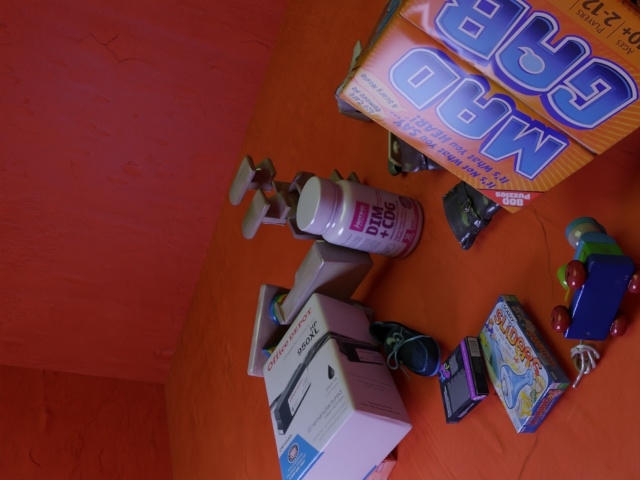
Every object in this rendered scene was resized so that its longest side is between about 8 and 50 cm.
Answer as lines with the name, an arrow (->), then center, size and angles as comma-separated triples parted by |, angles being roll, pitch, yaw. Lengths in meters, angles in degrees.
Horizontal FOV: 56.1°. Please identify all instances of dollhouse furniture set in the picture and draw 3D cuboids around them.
dollhouse furniture set -> -0.043, 0.000, 1.673 | 0.256, 0.362, 0.394 | -59, 41, 36

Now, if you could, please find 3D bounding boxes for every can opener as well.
can opener -> 0.207, -0.312, 1.632 | 0.095, 0.076, 0.284 | -38, 43, 54

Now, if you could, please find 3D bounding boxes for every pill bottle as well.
pill bottle -> 0.095, -0.059, 1.484 | 0.160, 0.283, 0.160 | -43, 40, 53

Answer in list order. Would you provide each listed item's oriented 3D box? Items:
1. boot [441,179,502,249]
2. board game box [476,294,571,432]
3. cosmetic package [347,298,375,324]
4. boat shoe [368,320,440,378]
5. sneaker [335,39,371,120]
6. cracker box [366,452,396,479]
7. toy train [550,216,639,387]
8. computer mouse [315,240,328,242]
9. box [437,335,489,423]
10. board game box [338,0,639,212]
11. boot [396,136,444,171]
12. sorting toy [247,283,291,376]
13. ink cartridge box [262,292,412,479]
boot -> 0.326, -0.139, 1.247 | 0.229, 0.091, 0.263 | -46, 39, 49
board game box -> 0.345, 0.212, 1.056 | 0.201, 0.035, 0.136 | -108, 28, -51
cosmetic package -> 0.100, 0.199, 1.642 | 0.115, 0.041, 0.060 | 25, 101, 67
boat shoe -> 0.179, 0.245, 1.354 | 0.258, 0.089, 0.109 | -177, 100, -72
sneaker -> 0.131, -0.478, 1.723 | 0.366, 0.137, 0.210 | 72, -146, -90
cracker box -> 0.086, 0.515, 1.470 | 0.156, 0.067, 0.232 | -68, 25, 16
toy train -> 0.409, 0.095, 0.950 | 0.143, 0.105, 0.248 | -81, -6, -54
computer mouse -> 0.000, 0.000, 1.977 | 0.106, 0.042, 0.193 | -59, 28, 33
box -> 0.274, 0.274, 1.171 | 0.162, 0.029, 0.116 | 110, 161, -53
board game box -> 0.306, -0.340, 0.934 | 0.356, 0.356, 0.356 | -46, 17, 52
boot -> 0.290, -0.274, 1.399 | 0.090, 0.248, 0.207 | -38, -62, -61
sorting toy -> -0.063, 0.273, 1.729 | 0.089, 0.255, 0.257 | -7, 70, 49
ink cartridge box -> 0.018, 0.363, 1.435 | 0.285, 0.166, 0.395 | -56, 28, 21
